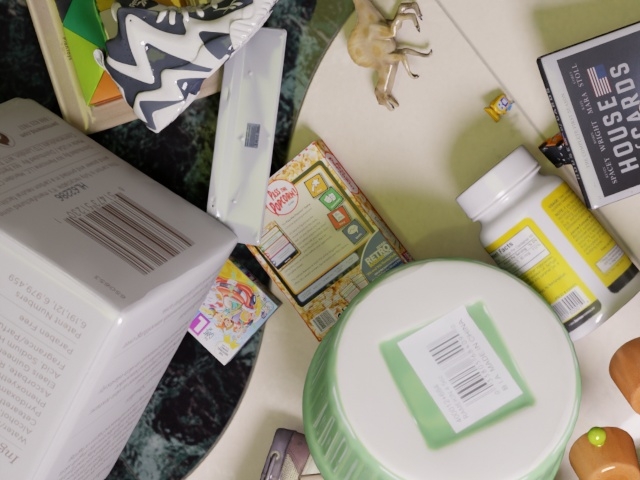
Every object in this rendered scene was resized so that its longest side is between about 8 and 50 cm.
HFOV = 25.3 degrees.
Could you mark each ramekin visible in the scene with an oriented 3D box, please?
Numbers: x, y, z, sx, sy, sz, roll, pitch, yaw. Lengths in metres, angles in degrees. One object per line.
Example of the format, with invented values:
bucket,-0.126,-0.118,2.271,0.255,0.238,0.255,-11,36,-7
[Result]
ramekin,0.135,0.165,1.551,0.303,0.148,0.303,2,67,-4

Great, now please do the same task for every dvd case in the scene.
dvd case,0.378,-0.156,1.571,0.239,0.029,0.179,-20,93,-3

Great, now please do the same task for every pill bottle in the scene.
pill bottle,0.255,0.002,1.606,0.119,0.119,0.208,-40,88,14

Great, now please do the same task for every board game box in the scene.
board game box,-0.137,0.062,1.749,0.154,0.026,0.103,43,104,4
board game box,0.000,0.000,1.701,0.147,0.045,0.193,-37,88,15

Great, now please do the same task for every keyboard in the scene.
keyboard,-0.089,-0.125,1.685,0.072,0.014,0.256,8,95,11

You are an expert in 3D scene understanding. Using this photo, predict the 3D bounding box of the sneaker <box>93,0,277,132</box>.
sneaker,-0.163,-0.255,1.632,0.153,0.094,0.235,43,111,-6

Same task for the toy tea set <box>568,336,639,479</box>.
toy tea set,0.350,0.225,1.562,0.200,0.124,0.336,8,124,-14

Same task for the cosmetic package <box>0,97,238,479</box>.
cosmetic package,-0.362,0.104,1.626,0.327,0.329,0.393,33,111,7

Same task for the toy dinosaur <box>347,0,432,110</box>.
toy dinosaur,0.071,-0.242,1.649,0.093,0.053,0.183,-17,93,16

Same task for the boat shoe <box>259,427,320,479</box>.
boat shoe,-0.073,0.360,1.741,0.092,0.103,0.285,27,99,13

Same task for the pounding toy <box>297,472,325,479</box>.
pounding toy,0.057,0.328,1.689,0.183,0.110,0.237,-5,122,-4

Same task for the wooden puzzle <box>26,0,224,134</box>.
wooden puzzle,-0.228,-0.261,1.718,0.239,0.044,0.221,-16,93,14

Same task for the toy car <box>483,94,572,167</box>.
toy car,0.251,-0.132,1.624,0.122,0.060,0.040,40,72,-2
